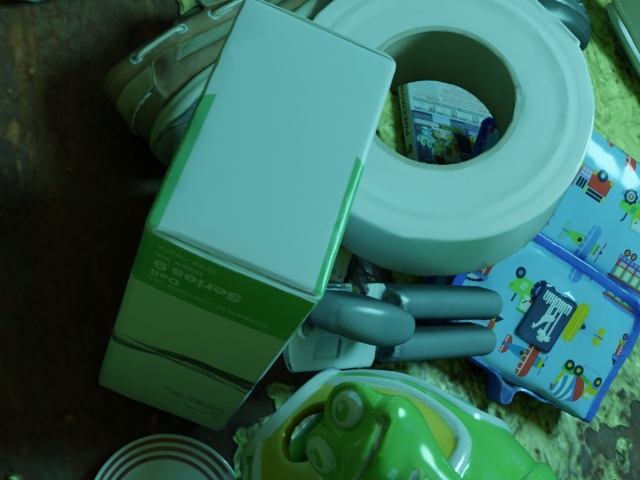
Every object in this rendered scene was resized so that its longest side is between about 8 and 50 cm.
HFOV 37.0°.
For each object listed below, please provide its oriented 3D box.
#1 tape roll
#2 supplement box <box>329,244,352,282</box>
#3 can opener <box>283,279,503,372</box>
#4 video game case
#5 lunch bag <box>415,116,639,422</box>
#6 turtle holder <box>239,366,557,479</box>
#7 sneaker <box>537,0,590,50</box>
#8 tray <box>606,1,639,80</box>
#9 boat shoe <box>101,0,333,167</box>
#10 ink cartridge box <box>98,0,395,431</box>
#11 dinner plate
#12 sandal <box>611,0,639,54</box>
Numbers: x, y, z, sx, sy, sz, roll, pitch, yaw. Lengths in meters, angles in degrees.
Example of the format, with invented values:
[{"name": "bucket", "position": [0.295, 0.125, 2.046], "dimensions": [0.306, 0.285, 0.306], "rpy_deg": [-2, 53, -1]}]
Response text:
[{"name": "tape roll", "position": [0.108, -0.114, 0.905], "dimensions": [0.286, 0.100, 0.286], "rpy_deg": [0, 69, 1]}, {"name": "supplement box", "position": [0.000, 0.000, 0.942], "dimensions": [0.062, 0.036, 0.098], "rpy_deg": [30, 55, -17]}, {"name": "can opener", "position": [0.076, 0.077, 0.832], "dimensions": [0.280, 0.093, 0.074], "rpy_deg": [4, 99, -49]}, {"name": "video game case", "position": [0.182, -0.119, 1.124], "dimensions": [0.201, 0.023, 0.183], "rpy_deg": [9, 64, -30]}, {"name": "lunch bag", "position": [0.236, 0.037, 1.028], "dimensions": [0.221, 0.138, 0.293], "rpy_deg": [30, 76, -18]}, {"name": "turtle holder", "position": [0.043, 0.217, 0.716], "dimensions": [0.227, 0.243, 0.320], "rpy_deg": [44, 11, 18]}, {"name": "sneaker", "position": [0.202, -0.266, 1.168], "dimensions": [0.286, 0.109, 0.130], "rpy_deg": [14, 71, -19]}, {"name": "tray", "position": [0.504, -0.226, 1.375], "dimensions": [0.145, 0.030, 0.270], "rpy_deg": [-18, 79, -38]}, {"name": "boat shoe", "position": [-0.082, -0.196, 0.931], "dimensions": [0.116, 0.123, 0.324], "rpy_deg": [36, 45, 8]}, {"name": "ink cartridge box", "position": [-0.067, -0.003, 0.735], "dimensions": [0.122, 0.289, 0.211], "rpy_deg": [22, 57, -7]}, {"name": "dinner plate", "position": [-0.123, 0.227, 0.771], "dimensions": [0.141, 0.017, 0.141], "rpy_deg": [14, 61, -28]}, {"name": "sandal", "position": [0.445, -0.318, 1.325], "dimensions": [0.088, 0.079, 0.240], "rpy_deg": [-25, 100, 3]}]
